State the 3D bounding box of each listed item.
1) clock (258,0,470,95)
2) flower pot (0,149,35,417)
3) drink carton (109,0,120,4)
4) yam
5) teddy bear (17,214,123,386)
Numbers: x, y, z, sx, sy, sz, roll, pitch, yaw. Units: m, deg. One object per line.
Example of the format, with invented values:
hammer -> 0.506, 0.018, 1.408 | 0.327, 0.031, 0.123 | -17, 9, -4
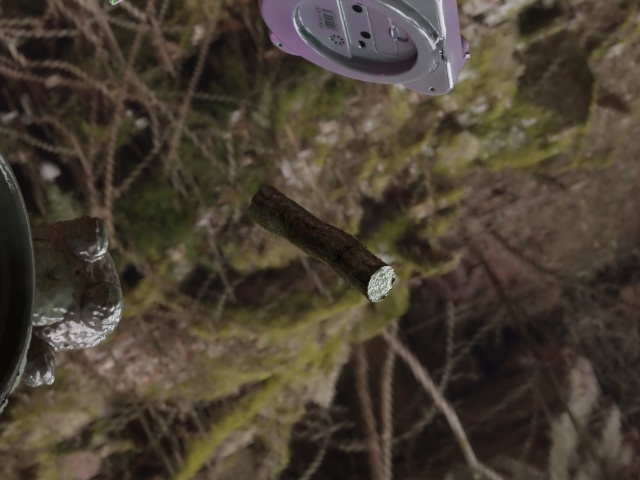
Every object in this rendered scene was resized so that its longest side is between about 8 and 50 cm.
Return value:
clock -> 0.045, -0.273, 1.537 | 0.247, 0.090, 0.227 | 15, 155, 18
flower pot -> -0.305, 0.026, 0.892 | 0.140, 0.235, 0.235 | -6, -170, 17
drink carton -> -0.292, -0.467, 1.843 | 0.108, 0.161, 0.271 | -29, 170, -12
yam -> 0.000, 0.000, 1.789 | 0.061, 0.061, 0.253 | -28, -134, -34
teddy bear -> -0.373, 0.068, 1.576 | 0.267, 0.236, 0.151 | -8, 163, -23
